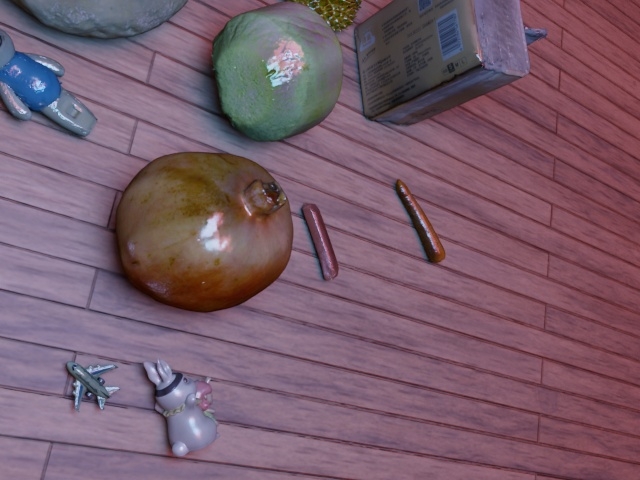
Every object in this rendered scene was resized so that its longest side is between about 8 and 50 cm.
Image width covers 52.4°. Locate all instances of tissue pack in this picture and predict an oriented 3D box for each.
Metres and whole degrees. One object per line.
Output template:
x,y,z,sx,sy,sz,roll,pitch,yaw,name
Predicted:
0.246,-0.362,1.243,0.238,0.305,0.238,8,76,-34,tissue pack

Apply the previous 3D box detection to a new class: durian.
0.027,-0.474,1.245,0.208,0.102,0.146,-15,83,-38,durian

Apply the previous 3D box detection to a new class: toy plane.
-0.327,0.200,0.922,0.083,0.033,0.080,44,61,-11,toy plane

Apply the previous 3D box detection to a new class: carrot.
0.199,-0.040,1.314,0.037,0.037,0.190,-31,94,-33,carrot

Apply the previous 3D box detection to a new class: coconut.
-0.070,-0.284,1.083,0.236,0.204,0.236,26,39,-22,coconut

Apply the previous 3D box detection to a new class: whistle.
-0.422,-0.232,0.917,0.236,0.077,0.114,37,56,-24,whistle

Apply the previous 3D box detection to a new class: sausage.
0.000,0.000,1.175,0.030,0.035,0.147,-22,95,-66,sausage

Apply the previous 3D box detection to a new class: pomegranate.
-0.153,-0.020,0.936,0.252,0.270,0.229,9,68,-39,pomegranate

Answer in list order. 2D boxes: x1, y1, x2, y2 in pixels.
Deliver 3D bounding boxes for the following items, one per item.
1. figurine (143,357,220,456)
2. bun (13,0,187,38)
-0.209,0.240,0.980,0.098,0.081,0.146,-4,74,-77,figurine
-0.326,-0.483,0.942,0.365,0.219,0.365,4,82,-31,bun
